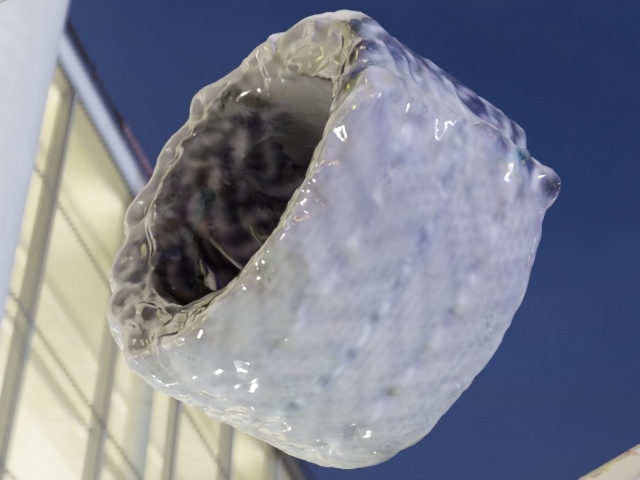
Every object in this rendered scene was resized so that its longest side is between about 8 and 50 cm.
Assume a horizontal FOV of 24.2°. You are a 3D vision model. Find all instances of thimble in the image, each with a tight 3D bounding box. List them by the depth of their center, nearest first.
[{"bbox_3d":[0.000,0.000,0.852,0.157,0.217,0.245,30,-62,-33],"label":"thimble"}]

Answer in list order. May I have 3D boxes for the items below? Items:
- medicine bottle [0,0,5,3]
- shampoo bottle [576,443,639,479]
[{"bbox_3d":[-0.263,-0.152,0.831,0.254,0.152,0.152,-30,-49,12],"label":"medicine bottle"},{"bbox_3d":[0.259,0.161,0.961,0.278,0.104,0.104,-26,-39,-19],"label":"shampoo bottle"}]
